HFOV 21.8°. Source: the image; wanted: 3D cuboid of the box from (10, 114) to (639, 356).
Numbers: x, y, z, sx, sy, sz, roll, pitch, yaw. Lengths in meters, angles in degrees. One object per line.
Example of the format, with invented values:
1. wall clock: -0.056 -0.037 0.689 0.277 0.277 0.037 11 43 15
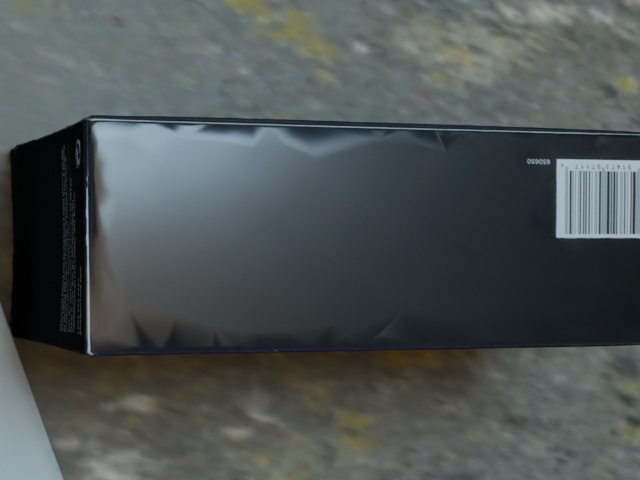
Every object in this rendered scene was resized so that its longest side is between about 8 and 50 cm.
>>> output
1. box: 0.000 0.000 0.773 0.261 0.184 0.103 0 92 -19

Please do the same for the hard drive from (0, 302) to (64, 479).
1. hard drive: -0.249 0.033 0.733 0.203 0.040 0.308 -22 106 -18
